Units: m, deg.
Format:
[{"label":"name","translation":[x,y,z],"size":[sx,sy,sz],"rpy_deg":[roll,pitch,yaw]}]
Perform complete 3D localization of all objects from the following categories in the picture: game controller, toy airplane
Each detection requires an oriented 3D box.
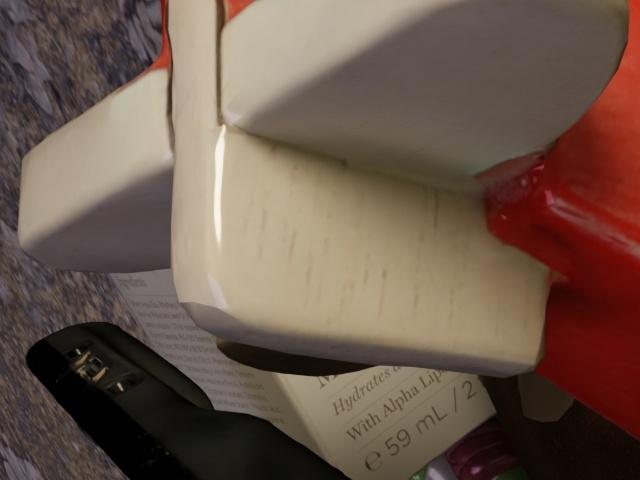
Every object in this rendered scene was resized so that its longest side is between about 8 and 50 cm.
[{"label":"game controller","translation":[-0.020,0.098,0.627],"size":[0.166,0.067,0.319],"rpy_deg":[35,173,-14]},{"label":"toy airplane","translation":[0.125,-0.031,0.468],"size":[0.386,0.272,0.384],"rpy_deg":[11,152,18]}]

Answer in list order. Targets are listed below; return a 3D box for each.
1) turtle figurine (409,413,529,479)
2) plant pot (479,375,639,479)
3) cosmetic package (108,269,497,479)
[{"label":"turtle figurine","translation":[0.068,0.192,0.916],"size":[0.198,0.274,0.266],"rpy_deg":[37,-157,-43]},{"label":"plant pot","translation":[0.140,0.056,0.713],"size":[0.165,0.167,0.167],"rpy_deg":[61,159,16]},{"label":"cosmetic package","translation":[0.000,0.000,0.839],"size":[0.184,0.151,0.151],"rpy_deg":[60,159,-12]}]
